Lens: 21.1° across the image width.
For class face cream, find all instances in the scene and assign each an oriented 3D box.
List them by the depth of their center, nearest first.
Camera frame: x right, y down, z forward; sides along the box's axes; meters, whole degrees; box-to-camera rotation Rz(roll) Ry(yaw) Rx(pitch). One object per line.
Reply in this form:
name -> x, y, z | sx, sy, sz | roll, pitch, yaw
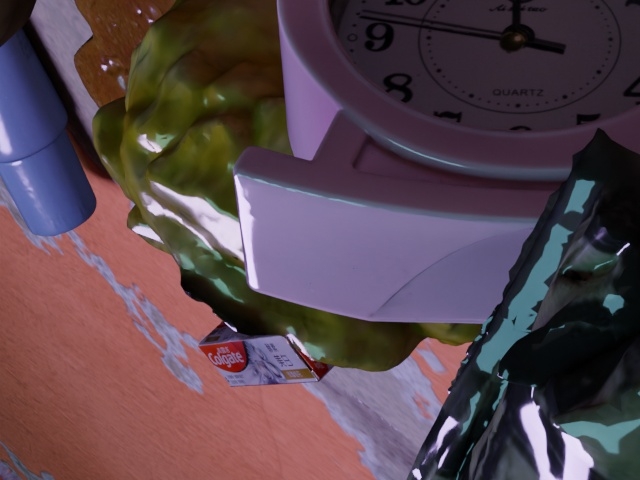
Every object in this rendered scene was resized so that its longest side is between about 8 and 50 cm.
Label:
face cream -> -0.298, -0.174, 1.489 | 0.135, 0.086, 0.385 | 21, 141, 49

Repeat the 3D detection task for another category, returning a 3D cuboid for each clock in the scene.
clock -> 0.128, -0.093, 0.696 | 0.290, 0.275, 0.080 | 4, 143, 8

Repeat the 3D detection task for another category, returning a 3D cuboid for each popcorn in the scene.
popcorn -> 0.009, -0.046, 0.948 | 0.286, 0.215, 0.252 | 36, -173, 33

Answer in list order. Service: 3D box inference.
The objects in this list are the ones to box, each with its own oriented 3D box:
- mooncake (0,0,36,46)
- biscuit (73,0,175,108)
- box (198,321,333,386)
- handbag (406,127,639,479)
mooncake -> -0.342, -0.285, 0.921 | 0.467, 0.262, 0.467 | 10, 144, 7
biscuit -> -0.097, -0.121, 1.233 | 0.278, 0.043, 0.301 | 44, 155, 29
box -> -0.046, 0.095, 1.513 | 0.055, 0.039, 0.218 | 52, 158, -11
handbag -> 0.182, 0.110, 0.618 | 0.327, 0.325, 0.162 | 107, 146, -41
